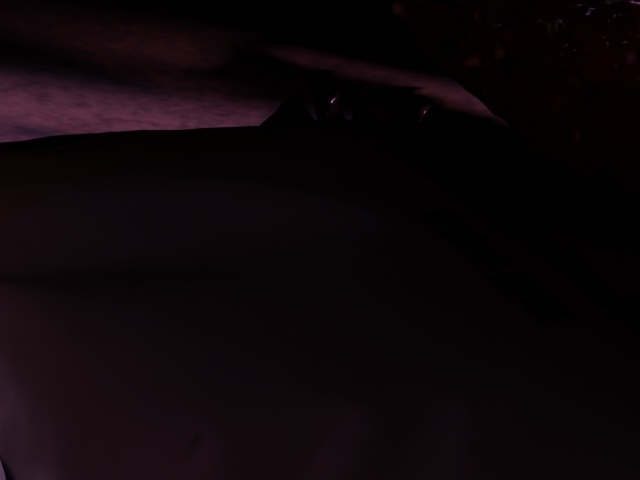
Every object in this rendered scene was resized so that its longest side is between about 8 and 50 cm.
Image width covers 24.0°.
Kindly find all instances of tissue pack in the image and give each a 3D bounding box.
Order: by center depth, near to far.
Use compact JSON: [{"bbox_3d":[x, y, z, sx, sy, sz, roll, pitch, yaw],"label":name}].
[{"bbox_3d":[0.075,0.090,0.442,0.390,0.195,0.375,-5,-145,-29],"label":"tissue pack"}]

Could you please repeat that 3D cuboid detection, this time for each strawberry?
[{"bbox_3d":[0.085,-0.057,0.407,0.140,0.085,0.192,5,171,-18],"label":"strawberry"}]

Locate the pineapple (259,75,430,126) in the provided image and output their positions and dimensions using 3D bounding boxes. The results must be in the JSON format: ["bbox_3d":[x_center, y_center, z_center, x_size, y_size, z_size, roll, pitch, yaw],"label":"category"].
[{"bbox_3d":[0.043,-0.010,0.657,0.108,0.108,0.198,-6,156,43],"label":"pineapple"}]
